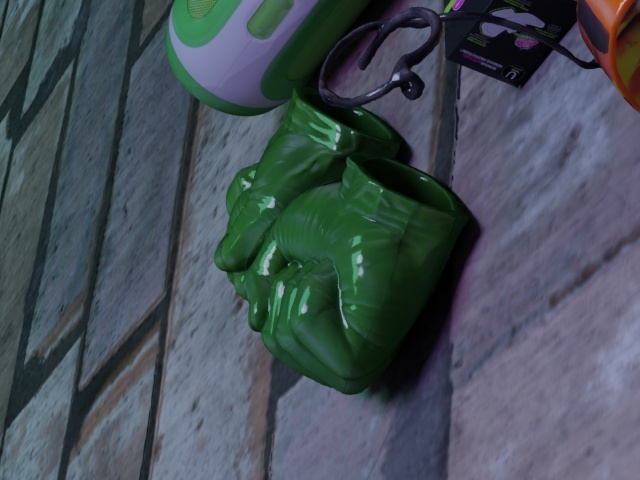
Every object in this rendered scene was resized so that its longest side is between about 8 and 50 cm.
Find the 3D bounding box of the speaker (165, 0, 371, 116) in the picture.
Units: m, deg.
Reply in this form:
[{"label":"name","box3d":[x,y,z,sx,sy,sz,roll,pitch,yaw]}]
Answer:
[{"label":"speaker","box3d":[-0.007,-0.214,1.421,0.296,0.131,0.131,-47,30,49]}]

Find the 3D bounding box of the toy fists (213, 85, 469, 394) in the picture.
[{"label":"toy fists","box3d":[0.000,0.000,1.248,0.142,0.096,0.279,-67,21,13]}]

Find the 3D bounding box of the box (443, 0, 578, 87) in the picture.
[{"label":"box","box3d":[0.114,-0.143,1.137,0.083,0.052,0.062,-51,27,42]}]

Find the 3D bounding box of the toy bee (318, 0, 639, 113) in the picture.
[{"label":"toy bee","box3d":[0.171,-0.121,0.864,0.298,0.162,0.195,-26,34,29]}]
